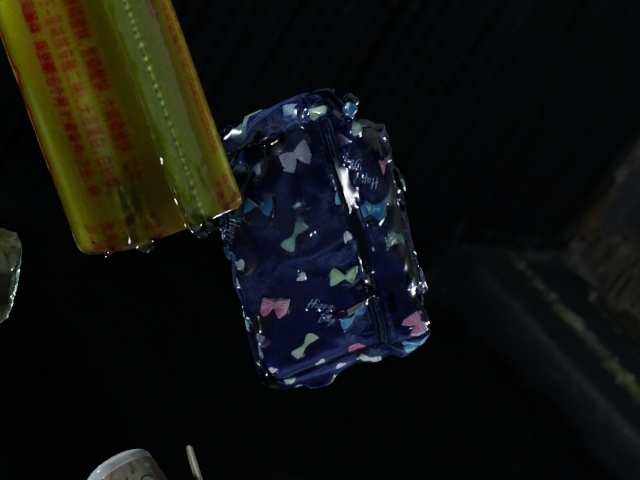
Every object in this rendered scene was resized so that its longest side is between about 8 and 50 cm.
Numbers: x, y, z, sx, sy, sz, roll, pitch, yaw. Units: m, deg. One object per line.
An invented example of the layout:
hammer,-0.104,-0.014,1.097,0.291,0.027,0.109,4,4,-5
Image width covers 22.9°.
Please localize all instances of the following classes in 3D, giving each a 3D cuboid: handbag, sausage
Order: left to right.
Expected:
sausage,-0.154,-0.141,1.032,0.125,0.117,0.317,-141,30,-73
handbag,0.000,0.000,1.301,0.162,0.260,0.113,-16,-152,0

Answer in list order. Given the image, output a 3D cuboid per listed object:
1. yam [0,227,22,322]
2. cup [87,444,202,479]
yam,-0.299,0.008,1.108,0.179,0.078,0.078,11,-153,-7
cup,-0.147,0.232,1.396,0.099,0.102,0.074,53,-179,21
